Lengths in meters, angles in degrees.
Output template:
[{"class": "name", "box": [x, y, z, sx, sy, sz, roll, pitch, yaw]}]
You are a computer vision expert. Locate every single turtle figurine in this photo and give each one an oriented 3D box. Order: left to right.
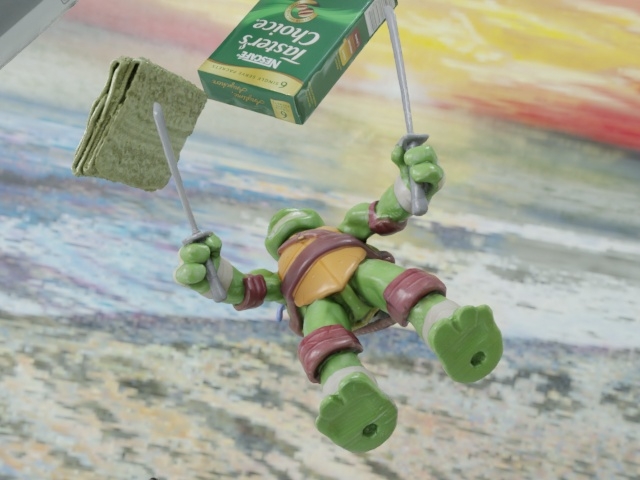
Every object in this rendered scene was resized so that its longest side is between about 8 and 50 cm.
[{"class": "turtle figurine", "box": [0.000, 0.000, 0.771, 0.197, 0.275, 0.266, -5, 33, -25]}]

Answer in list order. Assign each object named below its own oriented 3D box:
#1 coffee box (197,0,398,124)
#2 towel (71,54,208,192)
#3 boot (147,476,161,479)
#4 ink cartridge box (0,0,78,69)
[{"class": "coffee box", "box": [-0.019, -0.192, 0.991, 0.113, 0.184, 0.040, 21, -32, 28]}, {"class": "towel", "box": [-0.150, -0.096, 0.884, 0.027, 0.110, 0.148, 30, 7, 19]}, {"class": "boot", "box": [-0.277, 0.387, 1.476, 0.099, 0.121, 0.045, 21, -9, -40]}, {"class": "ink cartridge box", "box": [-0.364, -0.240, 1.098, 0.385, 0.308, 0.091, -8, -53, 49]}]
